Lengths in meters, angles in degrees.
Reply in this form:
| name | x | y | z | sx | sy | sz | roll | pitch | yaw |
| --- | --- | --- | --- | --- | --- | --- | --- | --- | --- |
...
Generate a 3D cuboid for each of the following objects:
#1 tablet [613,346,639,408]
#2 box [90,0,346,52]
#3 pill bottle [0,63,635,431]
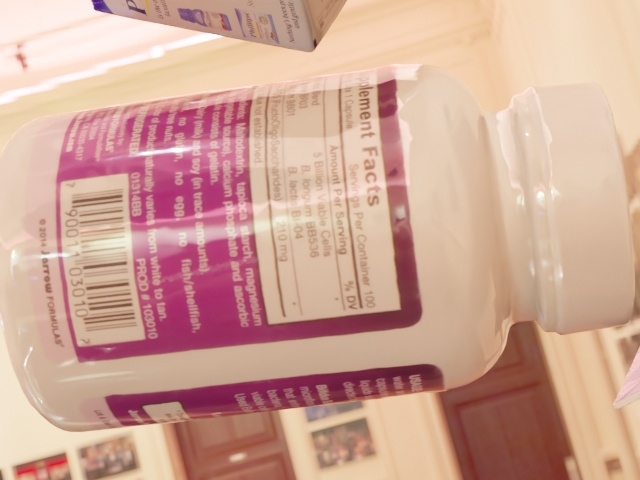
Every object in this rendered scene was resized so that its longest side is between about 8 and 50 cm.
| name | x | y | z | sx | sy | sz | roll | pitch | yaw |
| --- | --- | --- | --- | --- | --- | --- | --- | --- | --- |
| tablet | 0.189 | 0.061 | 0.685 | 0.054 | 0.006 | 0.083 | -35 | 3 | 33 |
| box | -0.041 | -0.171 | 0.640 | 0.137 | 0.126 | 0.072 | 16 | -34 | 25 |
| pill bottle | 0.000 | 0.000 | 0.655 | 0.301 | 0.169 | 0.169 | -7 | -8 | 5 |
